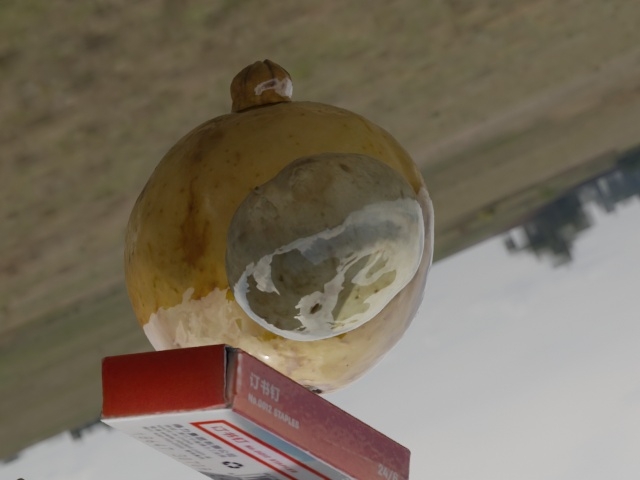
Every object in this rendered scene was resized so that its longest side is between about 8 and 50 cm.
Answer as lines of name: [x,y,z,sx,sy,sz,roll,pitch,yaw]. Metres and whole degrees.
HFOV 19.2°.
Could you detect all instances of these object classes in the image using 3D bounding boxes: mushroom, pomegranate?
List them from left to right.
pomegranate: [-0.051,-0.015,2.240,0.410,0.410,0.410,-24,179,0]
mushroom: [0.000,0.000,1.501,0.166,0.127,0.166,-27,146,-21]

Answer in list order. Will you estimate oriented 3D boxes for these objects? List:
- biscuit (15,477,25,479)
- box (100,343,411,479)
biscuit: [-0.129,0.349,1.577,0.074,0.381,0.359,-43,-163,-8]
box: [-0.045,0.138,1.352,0.123,0.050,0.229,-10,150,36]
